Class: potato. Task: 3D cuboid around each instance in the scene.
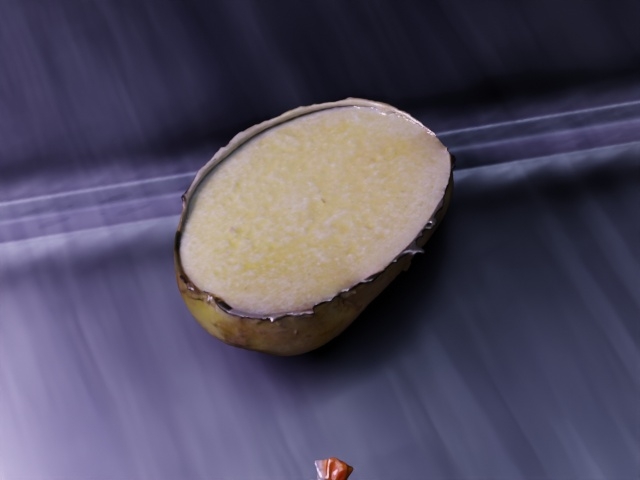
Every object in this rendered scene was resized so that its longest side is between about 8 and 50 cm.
[{"bbox_3d":[0.000,0.000,1.222,0.164,0.081,0.200,30,61,30],"label":"potato"}]

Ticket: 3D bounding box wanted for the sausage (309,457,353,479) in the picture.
[{"bbox_3d":[-0.033,0.260,1.049,0.093,0.093,0.312,10,58,11],"label":"sausage"}]
